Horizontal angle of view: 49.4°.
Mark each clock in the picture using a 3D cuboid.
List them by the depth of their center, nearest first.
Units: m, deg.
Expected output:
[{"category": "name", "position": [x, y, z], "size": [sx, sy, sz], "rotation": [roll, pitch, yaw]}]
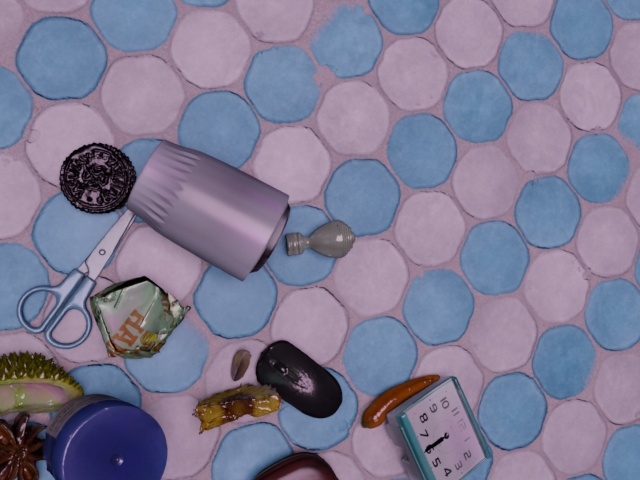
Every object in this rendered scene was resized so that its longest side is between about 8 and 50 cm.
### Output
[{"category": "clock", "position": [0.322, 0.544, 1.940], "size": [0.231, 0.116, 0.262], "rotation": [-27, 96, -28]}]

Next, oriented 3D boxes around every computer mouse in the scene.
[{"category": "computer mouse", "position": [-0.050, 0.384, 1.881], "size": [0.270, 0.086, 0.137], "rotation": [37, 79, -8]}]

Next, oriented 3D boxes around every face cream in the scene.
[{"category": "face cream", "position": [-0.521, 0.503, 1.670], "size": [0.249, 0.225, 0.248], "rotation": [1, 87, -31]}]

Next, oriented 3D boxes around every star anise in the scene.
[{"category": "star anise", "position": [-0.766, 0.519, 1.684], "size": [0.214, 0.099, 0.219], "rotation": [15, 91, -35]}]

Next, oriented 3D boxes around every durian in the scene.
[{"category": "durian", "position": [-0.760, 0.364, 1.685], "size": [0.352, 0.158, 0.168], "rotation": [-4, 100, -17]}]

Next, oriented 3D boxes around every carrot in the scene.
[{"category": "carrot", "position": [0.221, 0.439, 1.958], "size": [0.271, 0.062, 0.066], "rotation": [-35, 64, -16]}]

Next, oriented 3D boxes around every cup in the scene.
[{"category": "cup", "position": [-0.279, -0.081, 1.772], "size": [0.372, 0.253, 0.253], "rotation": [29, 81, -7]}]

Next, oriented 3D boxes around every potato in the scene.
[{"category": "potato", "position": [-0.216, 0.330, 1.874], "size": [0.037, 0.036, 0.093], "rotation": [9, 105, -48]}]

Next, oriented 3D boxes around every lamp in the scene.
[{"category": "lamp", "position": [0.000, 0.000, 1.910], "size": [0.193, 0.106, 0.106], "rotation": [-5, 88, -4]}]

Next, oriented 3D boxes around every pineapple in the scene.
[{"category": "pineapple", "position": [-0.213, 0.430, 1.822], "size": [0.233, 0.135, 0.079], "rotation": [-10, 98, -5]}]

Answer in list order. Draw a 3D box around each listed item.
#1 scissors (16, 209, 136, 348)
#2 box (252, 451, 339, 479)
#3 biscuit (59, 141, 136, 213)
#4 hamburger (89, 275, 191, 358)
[{"category": "scissors", "position": [-0.588, 0.065, 1.798], "size": [0.193, 0.029, 0.447], "rotation": [36, 80, -9]}, {"category": "box", "position": [-0.034, 0.773, 1.852], "size": [0.263, 0.108, 0.403], "rotation": [-24, 92, -14]}, {"category": "biscuit", "position": [-0.576, -0.160, 1.802], "size": [0.195, 0.053, 0.194], "rotation": [0, 88, -13]}, {"category": "hamburger", "position": [-0.455, 0.193, 1.779], "size": [0.235, 0.125, 0.214], "rotation": [-25, 108, -20]}]
